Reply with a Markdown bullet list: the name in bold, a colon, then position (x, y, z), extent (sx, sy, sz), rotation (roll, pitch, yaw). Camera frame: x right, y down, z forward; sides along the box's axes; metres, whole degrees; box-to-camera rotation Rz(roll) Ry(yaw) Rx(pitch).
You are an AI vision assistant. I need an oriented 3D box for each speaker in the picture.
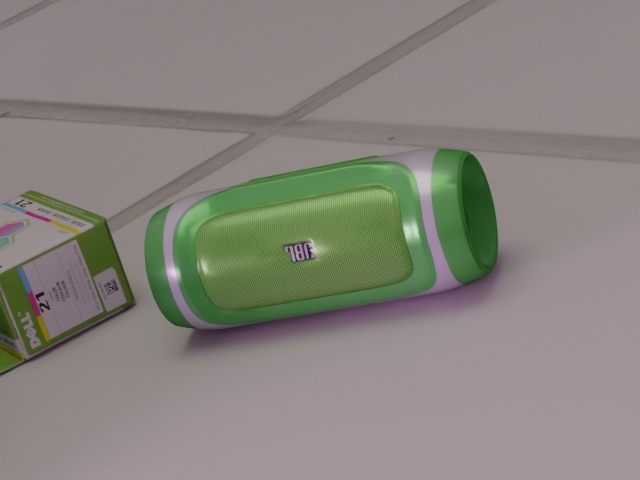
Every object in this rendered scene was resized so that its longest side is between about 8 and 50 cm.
- **speaker**: position (0.000, 0.000, 1.733), extent (0.296, 0.131, 0.131), rotation (-11, 23, 20)

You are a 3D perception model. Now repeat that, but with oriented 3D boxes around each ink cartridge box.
- **ink cartridge box**: position (-0.338, 0.059, 1.907), extent (0.255, 0.097, 0.189), rotation (-28, 23, -25)
